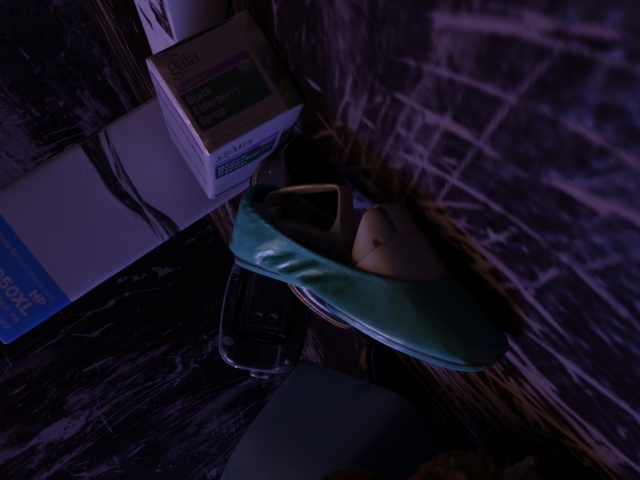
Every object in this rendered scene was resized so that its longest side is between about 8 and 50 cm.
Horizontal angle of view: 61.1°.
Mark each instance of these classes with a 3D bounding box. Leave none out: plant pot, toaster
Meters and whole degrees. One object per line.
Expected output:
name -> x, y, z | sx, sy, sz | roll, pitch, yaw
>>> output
plant pot -> 0.011, 0.341, 0.672 | 0.248, 0.252, 0.247 | 56, 155, -16
toaster -> -0.076, 0.098, 0.842 | 0.146, 0.129, 0.227 | 92, -175, -75

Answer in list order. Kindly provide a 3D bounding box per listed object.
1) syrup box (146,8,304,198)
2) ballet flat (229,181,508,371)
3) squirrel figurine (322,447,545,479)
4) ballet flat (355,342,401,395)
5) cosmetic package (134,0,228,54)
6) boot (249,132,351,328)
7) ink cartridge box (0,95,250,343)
syrup box -> -0.095, -0.117, 0.541 | 0.096, 0.093, 0.237 | 58, 168, -3
ballet flat -> 0.020, 0.007, 0.392 | 0.247, 0.083, 0.087 | 22, 113, 39
squirrel figurine -> 0.110, 0.361, 0.385 | 0.370, 0.281, 0.397 | -4, 104, 62
ballet flat -> 0.082, 0.227, 0.752 | 0.067, 0.073, 0.206 | -10, 118, 32
cosmetic package -> -0.140, -0.220, 0.540 | 0.099, 0.060, 0.239 | 57, 168, 5
boot -> 0.000, 0.000, 0.530 | 0.198, 0.077, 0.137 | 55, 162, -4
ink cartridge box -> -0.298, -0.063, 0.787 | 0.166, 0.395, 0.285 | 58, 169, -15
